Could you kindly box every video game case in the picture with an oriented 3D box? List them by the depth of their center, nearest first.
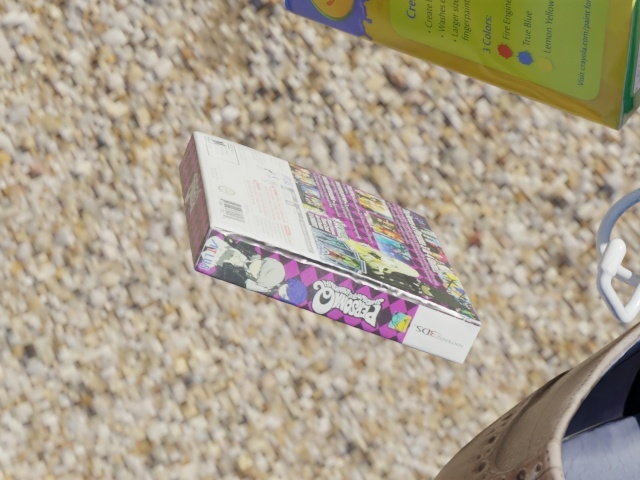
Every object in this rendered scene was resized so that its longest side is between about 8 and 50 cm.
[{"bbox_3d":[0.000,0.000,1.330,0.210,0.232,0.042,20,106,-14],"label":"video game case"}]

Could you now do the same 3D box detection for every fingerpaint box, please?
[{"bbox_3d":[0.152,-0.367,1.556,0.163,0.371,0.445,-47,148,-38],"label":"fingerpaint box"}]

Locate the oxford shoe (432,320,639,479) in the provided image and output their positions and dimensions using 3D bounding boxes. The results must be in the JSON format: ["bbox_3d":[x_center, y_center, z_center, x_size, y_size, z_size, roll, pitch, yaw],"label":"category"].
[{"bbox_3d":[0.177,0.049,0.547,0.363,0.130,0.133,-26,156,-35],"label":"oxford shoe"}]

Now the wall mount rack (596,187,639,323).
[{"bbox_3d":[0.398,-0.039,1.490,0.304,0.350,0.130,-58,143,-17],"label":"wall mount rack"}]
